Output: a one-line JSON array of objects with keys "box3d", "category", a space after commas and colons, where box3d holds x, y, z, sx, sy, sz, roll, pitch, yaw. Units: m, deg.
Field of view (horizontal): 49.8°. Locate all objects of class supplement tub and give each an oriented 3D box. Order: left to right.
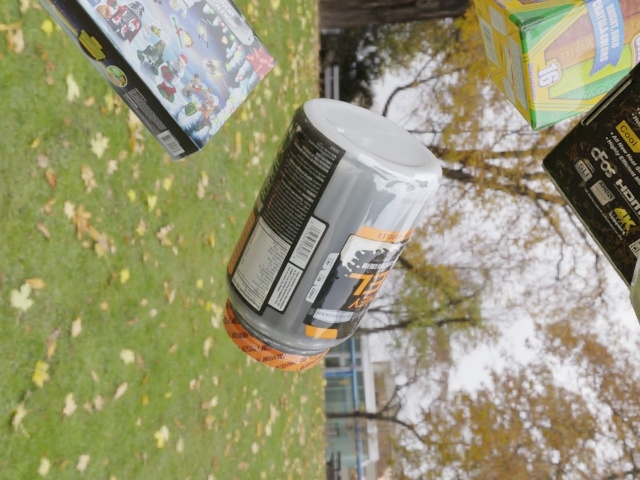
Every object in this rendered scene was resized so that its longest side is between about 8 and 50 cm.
[{"box3d": [0.000, 0.000, 0.869, 0.193, 0.194, 0.316, -97, -150, -58], "category": "supplement tub"}]

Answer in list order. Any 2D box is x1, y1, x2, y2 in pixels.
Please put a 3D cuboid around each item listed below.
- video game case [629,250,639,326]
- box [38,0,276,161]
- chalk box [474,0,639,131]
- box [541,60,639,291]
[{"box3d": [0.144, -0.010, 0.143, 0.329, 0.036, 0.299, -75, 165, -57], "category": "video game case"}, {"box3d": [-0.092, -0.125, 0.379, 0.137, 0.027, 0.094, 52, 47, -25], "category": "box"}, {"box3d": [0.290, -0.234, 0.724, 0.132, 0.213, 0.132, -107, 173, -49], "category": "chalk box"}, {"box3d": [0.279, 0.012, 0.314, 0.322, 0.079, 0.257, 59, -28, 16], "category": "box"}]
